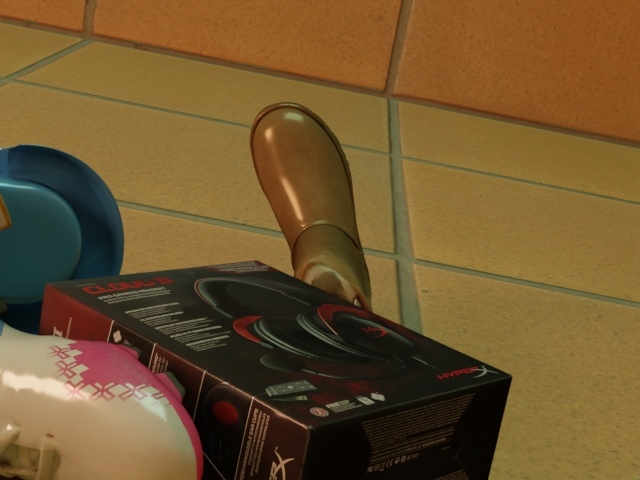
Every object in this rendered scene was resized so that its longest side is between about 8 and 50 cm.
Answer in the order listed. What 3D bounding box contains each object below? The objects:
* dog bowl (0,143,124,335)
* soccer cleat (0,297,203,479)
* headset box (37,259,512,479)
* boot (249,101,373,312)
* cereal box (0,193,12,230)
[{"bbox_3d":[-0.315,-0.006,1.080,0.297,0.165,0.074,5,5,-21],"label":"dog bowl"},{"bbox_3d":[-0.218,0.109,0.837,0.331,0.116,0.143,19,28,41],"label":"soccer cleat"},{"bbox_3d":[-0.050,0.106,0.936,0.293,0.110,0.218,23,19,39],"label":"headset box"},{"bbox_3d":[0.000,0.000,1.176,0.089,0.236,0.269,-23,12,5],"label":"boot"},{"bbox_3d":[-0.350,0.011,0.934,0.240,0.047,0.173,-24,14,-19],"label":"cereal box"}]
